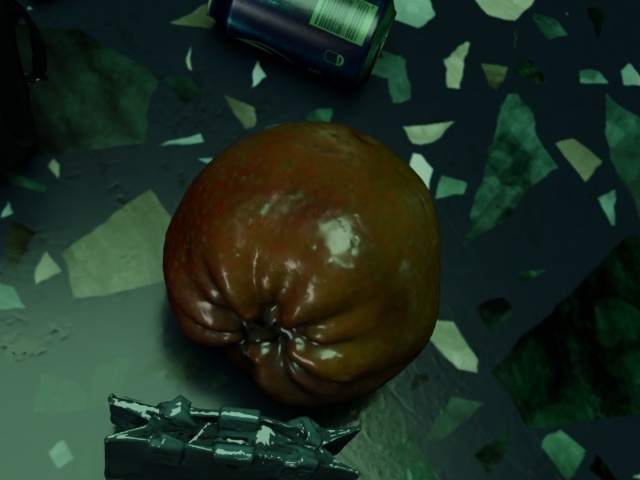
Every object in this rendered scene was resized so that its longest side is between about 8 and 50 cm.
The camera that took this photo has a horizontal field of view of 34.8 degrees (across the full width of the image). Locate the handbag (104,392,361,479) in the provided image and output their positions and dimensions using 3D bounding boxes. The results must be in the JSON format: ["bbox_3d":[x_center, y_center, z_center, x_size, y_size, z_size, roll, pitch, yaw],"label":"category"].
[{"bbox_3d":[-0.086,0.196,0.952,0.229,0.179,0.062,9,67,-9],"label":"handbag"}]

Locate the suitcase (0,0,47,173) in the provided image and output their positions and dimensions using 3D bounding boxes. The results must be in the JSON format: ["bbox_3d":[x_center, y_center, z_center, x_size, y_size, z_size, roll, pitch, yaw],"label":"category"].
[{"bbox_3d":[-0.429,-0.163,0.942,0.339,0.345,0.188,-22,69,-17],"label":"suitcase"}]

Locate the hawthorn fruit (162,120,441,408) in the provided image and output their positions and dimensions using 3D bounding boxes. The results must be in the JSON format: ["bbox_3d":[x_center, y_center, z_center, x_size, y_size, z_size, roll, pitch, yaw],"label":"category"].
[{"bbox_3d":[0.000,0.000,1.008,0.277,0.277,0.298,26,44,1],"label":"hawthorn fruit"}]

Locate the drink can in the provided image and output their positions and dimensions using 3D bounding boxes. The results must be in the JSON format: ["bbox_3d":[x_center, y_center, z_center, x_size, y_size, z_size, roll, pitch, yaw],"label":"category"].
[{"bbox_3d":[-0.021,-0.263,1.174,0.204,0.118,0.118,24,67,0],"label":"drink can"}]
